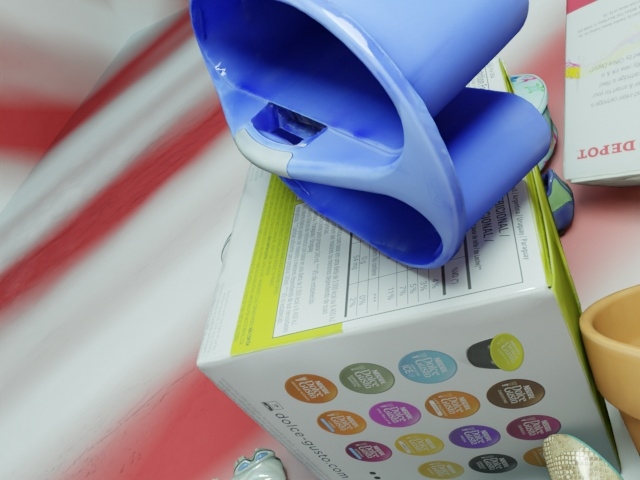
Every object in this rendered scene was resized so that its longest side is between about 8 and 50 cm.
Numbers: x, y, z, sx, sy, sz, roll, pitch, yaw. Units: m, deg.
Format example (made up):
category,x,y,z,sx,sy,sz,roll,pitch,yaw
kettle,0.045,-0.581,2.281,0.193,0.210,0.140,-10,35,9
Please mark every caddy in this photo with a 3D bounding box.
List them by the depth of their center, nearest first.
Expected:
category,x,y,z,sx,sy,sz,roll,pitch,yaw
caddy,0.015,-0.114,0.489,0.179,0.241,0.341,-37,38,-14

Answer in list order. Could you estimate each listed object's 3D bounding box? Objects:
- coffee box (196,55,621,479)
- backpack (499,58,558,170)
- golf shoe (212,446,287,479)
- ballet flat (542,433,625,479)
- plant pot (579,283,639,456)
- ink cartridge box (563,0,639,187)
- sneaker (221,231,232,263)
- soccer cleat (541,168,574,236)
category,x,y,z,sx,sy,sz,roll,pitch,yaw
coffee box,0.116,0.062,0.696,0.334,0.338,0.338,-16,42,23
backpack,0.250,-0.185,0.977,0.253,0.191,0.225,13,53,39
golf shoe,-0.121,0.361,0.795,0.176,0.069,0.086,-38,44,0
ballet flat,0.262,0.268,0.514,0.067,0.073,0.206,-25,65,-34
plant pot,0.374,0.143,0.461,0.290,0.204,0.291,-11,4,1
ink cartridge box,0.440,-0.230,0.752,0.226,0.131,0.307,-1,88,61
sneaker,-0.068,-0.054,1.133,0.321,0.126,0.127,-37,41,-18
soccer cleat,0.227,-0.044,0.894,0.289,0.121,0.094,-11,45,29
